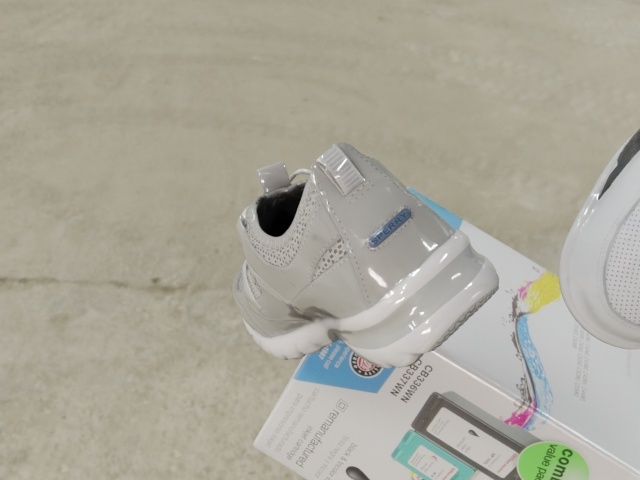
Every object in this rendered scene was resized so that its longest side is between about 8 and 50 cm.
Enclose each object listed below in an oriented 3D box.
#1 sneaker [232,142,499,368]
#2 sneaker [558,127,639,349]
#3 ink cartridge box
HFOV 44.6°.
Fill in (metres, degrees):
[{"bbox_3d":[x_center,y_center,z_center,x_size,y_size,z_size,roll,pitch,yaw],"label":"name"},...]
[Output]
[{"bbox_3d":[0.000,0.000,0.477,0.105,0.115,0.281,-38,8,-21],"label":"sneaker"},{"bbox_3d":[0.241,-0.026,0.333,0.137,0.366,0.210,53,38,0],"label":"sneaker"},{"bbox_3d":[0.125,0.131,0.682,0.270,0.198,0.197,31,34,3],"label":"ink cartridge box"}]
